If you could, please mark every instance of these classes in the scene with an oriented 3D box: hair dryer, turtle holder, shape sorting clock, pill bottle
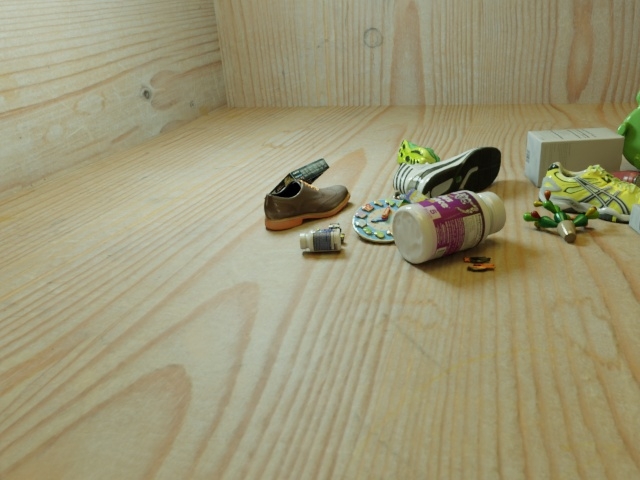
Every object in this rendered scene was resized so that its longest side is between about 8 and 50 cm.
[{"bbox_3d":[1.104,-0.187,1.863,0.293,0.080,0.223,13,2,37],"label":"hair dryer"},{"bbox_3d":[1.259,-0.407,2.066,0.227,0.243,0.320,-2,52,-52],"label":"turtle holder"},{"bbox_3d":[0.202,-0.067,1.705,0.206,0.040,0.206,-8,39,6],"label":"shape sorting clock"},{"bbox_3d":[0.000,0.000,1.614,0.120,0.067,0.067,-2,24,4],"label":"pill bottle"},{"bbox_3d":[0.369,-0.049,1.537,0.301,0.169,0.169,-15,26,-23],"label":"pill bottle"}]

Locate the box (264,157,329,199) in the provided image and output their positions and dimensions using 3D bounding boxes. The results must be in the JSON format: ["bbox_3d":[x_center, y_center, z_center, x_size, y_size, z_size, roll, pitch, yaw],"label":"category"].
[{"bbox_3d":[-0.087,-0.216,2.026,0.175,0.051,0.220,-38,-3,41],"label":"box"}]

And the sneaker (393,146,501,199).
[{"bbox_3d":[0.456,-0.271,2.030,0.447,0.169,0.257,-22,31,-30],"label":"sneaker"}]

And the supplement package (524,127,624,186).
[{"bbox_3d":[0.942,-0.314,2.033,0.292,0.178,0.175,-2,23,5],"label":"supplement package"}]

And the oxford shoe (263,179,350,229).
[{"bbox_3d":[-0.036,-0.149,1.879,0.363,0.133,0.130,-23,30,-37],"label":"oxford shoe"}]

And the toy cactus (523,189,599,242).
[{"bbox_3d":[0.729,-0.065,1.618,0.218,0.112,0.181,7,34,4],"label":"toy cactus"}]

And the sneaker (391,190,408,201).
[{"bbox_3d":[0.275,-0.105,1.787,0.069,0.084,0.185,-10,24,-12],"label":"sneaker"}]

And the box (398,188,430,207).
[{"bbox_3d":[0.340,-0.084,1.693,0.179,0.043,0.105,37,34,6],"label":"box"}]

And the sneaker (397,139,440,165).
[{"bbox_3d":[0.422,-0.363,2.363,0.123,0.110,0.295,13,16,-19],"label":"sneaker"}]

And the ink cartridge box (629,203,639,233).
[{"bbox_3d":[0.985,-0.044,1.538,0.127,0.072,0.175,-2,23,4],"label":"ink cartridge box"}]

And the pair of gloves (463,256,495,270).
[{"bbox_3d":[0.429,0.063,1.468,0.074,0.010,0.083,-3,21,6],"label":"pair of gloves"}]

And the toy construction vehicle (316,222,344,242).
[{"bbox_3d":[0.031,-0.016,1.699,0.098,0.035,0.086,-3,34,10],"label":"toy construction vehicle"}]

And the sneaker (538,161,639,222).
[{"bbox_3d":[0.895,-0.156,1.719,0.384,0.147,0.145,12,27,31],"label":"sneaker"}]
